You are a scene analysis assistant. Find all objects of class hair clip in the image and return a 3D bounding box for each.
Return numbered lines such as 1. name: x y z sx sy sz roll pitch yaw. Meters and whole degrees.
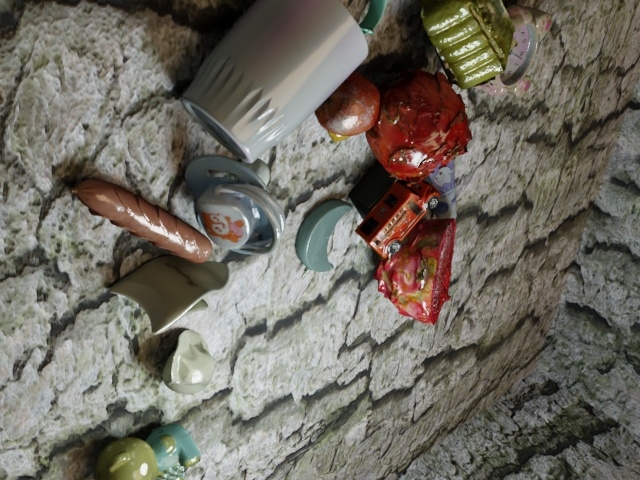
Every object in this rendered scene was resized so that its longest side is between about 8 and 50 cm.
1. hair clip: -0.330 0.113 1.689 0.282 0.172 0.113 -4 128 -60

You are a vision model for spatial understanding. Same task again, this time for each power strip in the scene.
1. power strip: 0.000 0.000 2.075 0.168 0.054 0.253 -3 119 -46

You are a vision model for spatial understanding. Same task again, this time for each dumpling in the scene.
1. dumpling: -0.343 0.323 1.881 0.216 0.126 0.166 26 70 -46

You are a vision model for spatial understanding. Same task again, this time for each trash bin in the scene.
1. trash bin: 0.213 -0.159 2.153 0.225 0.115 0.165 -47 143 -10

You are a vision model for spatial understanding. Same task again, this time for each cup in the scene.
1. cup: -0.096 -0.362 1.505 0.371 0.253 0.253 -49 144 -8

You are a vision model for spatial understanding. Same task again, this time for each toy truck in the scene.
1. toy truck: 0.222 -0.080 2.056 0.252 0.107 0.114 -50 132 3

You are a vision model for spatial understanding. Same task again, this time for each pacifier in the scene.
1. pacifier: -0.178 -0.107 1.672 0.299 0.244 0.233 82 22 -45

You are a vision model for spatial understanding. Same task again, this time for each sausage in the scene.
1. sausage: -0.375 -0.039 1.572 0.087 0.088 0.433 -57 145 0

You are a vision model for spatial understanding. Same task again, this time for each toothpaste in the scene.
1. toothpaste: 0.401 -0.203 2.375 0.125 0.080 0.371 -30 138 -10

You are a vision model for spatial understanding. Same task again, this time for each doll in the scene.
1. doll: -0.470 0.590 1.883 0.261 0.161 0.177 -8 144 -49

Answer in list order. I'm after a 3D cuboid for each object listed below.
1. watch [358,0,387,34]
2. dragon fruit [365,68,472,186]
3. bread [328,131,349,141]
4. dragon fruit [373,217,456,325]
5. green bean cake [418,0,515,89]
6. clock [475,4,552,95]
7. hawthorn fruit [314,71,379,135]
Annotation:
1. watch: 0.082 -0.592 1.695 0.195 0.068 0.237 -53 144 -3
2. dragon fruit: 0.263 -0.307 1.935 0.296 0.296 0.301 -37 116 -26
3. bread: 0.074 -0.312 1.914 0.115 0.056 0.082 -34 138 -29
4. dragon fruit: 0.311 0.079 2.323 0.370 0.249 0.386 80 26 -50
5. green bean cake: 0.406 -0.607 1.922 0.310 0.202 0.285 49 36 -38
6. clock: 0.585 -0.600 2.251 0.310 0.114 0.283 -14 128 -43
7. hawthorn fruit: 0.071 -0.343 1.797 0.173 0.173 0.172 -30 137 -33
